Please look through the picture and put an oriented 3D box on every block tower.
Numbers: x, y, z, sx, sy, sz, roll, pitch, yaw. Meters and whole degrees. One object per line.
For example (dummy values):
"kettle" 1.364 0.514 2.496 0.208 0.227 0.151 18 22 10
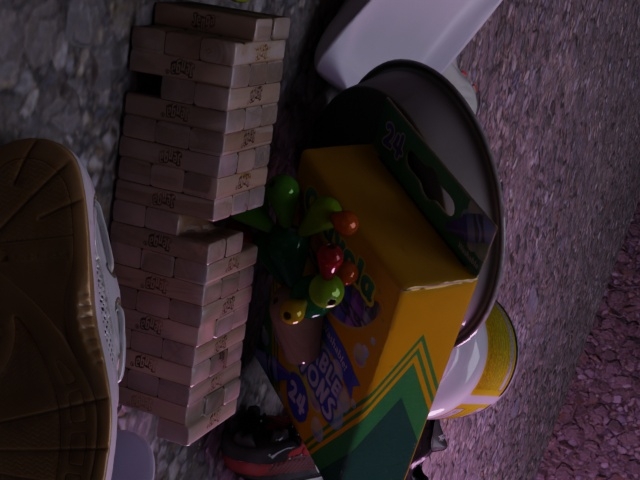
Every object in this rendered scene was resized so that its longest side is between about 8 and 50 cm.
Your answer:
"block tower" -0.105 -0.015 0.942 0.091 0.097 0.336 -24 124 -64

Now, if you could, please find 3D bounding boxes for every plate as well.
"plate" 0.113 -0.263 1.274 0.277 0.045 0.278 -51 159 6

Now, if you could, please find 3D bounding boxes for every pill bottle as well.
"pill bottle" 0.135 0.133 1.513 0.334 0.188 0.188 22 84 -69

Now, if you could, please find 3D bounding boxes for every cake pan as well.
"cake pan" 0.070 -0.029 1.170 0.054 0.293 0.293 -10 119 -29

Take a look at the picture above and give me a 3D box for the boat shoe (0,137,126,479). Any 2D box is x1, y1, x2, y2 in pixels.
"boat shoe" -0.169 0.075 0.787 0.096 0.098 0.277 10 81 -80

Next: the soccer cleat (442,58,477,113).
"soccer cleat" 0.151 -0.205 1.501 0.076 0.068 0.196 -56 146 -30

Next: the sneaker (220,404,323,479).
"sneaker" -0.036 0.250 1.284 0.276 0.097 0.135 25 79 -70

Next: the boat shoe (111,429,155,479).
"boat shoe" -0.196 0.259 0.929 0.076 0.080 0.228 101 9 -66

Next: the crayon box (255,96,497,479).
"crayon box" 0.036 0.057 1.106 0.083 0.203 0.323 -7 132 -27

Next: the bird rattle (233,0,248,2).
"bird rattle" -0.018 -0.294 0.932 0.253 0.143 0.207 -41 125 -60

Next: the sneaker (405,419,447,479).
"sneaker" 0.141 0.261 1.730 0.078 0.106 0.234 -8 112 -68

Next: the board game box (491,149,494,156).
"board game box" 0.168 -0.042 1.586 0.141 0.048 0.170 -35 146 -13

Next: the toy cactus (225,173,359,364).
"toy cactus" -0.032 0.031 1.043 0.112 0.219 0.181 -21 121 -25
